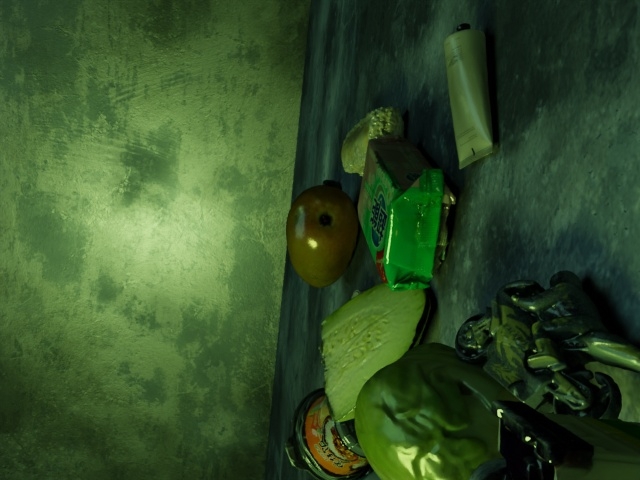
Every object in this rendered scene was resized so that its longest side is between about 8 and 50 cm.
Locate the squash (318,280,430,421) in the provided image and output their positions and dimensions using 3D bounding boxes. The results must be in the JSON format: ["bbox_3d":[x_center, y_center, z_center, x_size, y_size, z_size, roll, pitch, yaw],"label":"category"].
[{"bbox_3d":[0.082,0.147,0.993,0.236,0.204,0.155,-99,-8,-52],"label":"squash"}]

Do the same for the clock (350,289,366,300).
[{"bbox_3d":[0.070,0.208,1.295,0.172,0.064,0.197,131,143,-73],"label":"clock"}]

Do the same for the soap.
[{"bbox_3d":[0.127,-0.050,0.971,0.273,0.098,0.217,-101,11,-63],"label":"soap"}]

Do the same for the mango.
[{"bbox_3d":[0.000,0.000,1.494,0.317,0.173,0.211,97,173,-58],"label":"mango"}]

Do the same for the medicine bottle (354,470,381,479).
[{"bbox_3d":[0.101,0.393,0.889,0.351,0.110,0.110,111,160,-61],"label":"medicine bottle"}]

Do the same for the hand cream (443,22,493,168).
[{"bbox_3d":[0.194,-0.194,0.788,0.087,0.054,0.186,153,114,-73],"label":"hand cream"}]

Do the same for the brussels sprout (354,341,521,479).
[{"bbox_3d":[0.130,0.213,0.630,0.223,0.161,0.223,52,152,43],"label":"brussels sprout"}]

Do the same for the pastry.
[{"bbox_3d":[0.103,-0.195,1.221,0.258,0.089,0.121,-168,95,-77],"label":"pastry"}]

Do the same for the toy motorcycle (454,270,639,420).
[{"bbox_3d":[0.199,0.083,0.526,0.124,0.061,0.193,-55,25,-3],"label":"toy motorcycle"}]

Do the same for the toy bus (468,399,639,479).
[{"bbox_3d":[0.174,0.254,0.319,0.143,0.179,0.305,59,-146,-82],"label":"toy bus"}]

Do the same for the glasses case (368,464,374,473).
[{"bbox_3d":[0.104,0.441,1.110,0.083,0.023,0.033,-103,11,-65],"label":"glasses case"}]

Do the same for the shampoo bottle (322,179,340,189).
[{"bbox_3d":[0.016,-0.056,1.756,0.087,0.049,0.233,-112,28,-65],"label":"shampoo bottle"}]

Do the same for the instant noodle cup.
[{"bbox_3d":[0.055,0.332,1.068,0.177,0.208,0.125,52,137,5],"label":"instant noodle cup"}]
